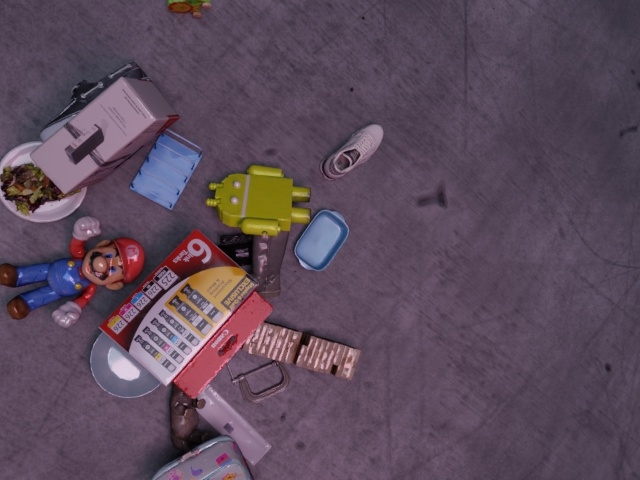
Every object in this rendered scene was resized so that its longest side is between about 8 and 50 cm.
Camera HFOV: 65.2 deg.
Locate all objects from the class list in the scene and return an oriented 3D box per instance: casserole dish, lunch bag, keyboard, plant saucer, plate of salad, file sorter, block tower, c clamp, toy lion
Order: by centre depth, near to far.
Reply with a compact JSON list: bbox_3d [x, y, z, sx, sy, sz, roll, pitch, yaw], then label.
[{"bbox_3d":[-0.674,-0.143,1.209,0.200,0.048,0.199,0,89,-19],"label":"plate of salad"},{"bbox_3d":[-0.280,0.609,1.223,0.224,0.108,0.279,-24,132,-14],"label":"lunch bag"},{"bbox_3d":[-0.473,0.293,1.258,0.195,0.037,0.194,5,79,-26],"label":"plant saucer"},{"bbox_3d":[-0.392,-0.182,1.275,0.118,0.104,0.170,29,80,-15],"label":"file sorter"},{"bbox_3d":[-0.348,-0.619,1.309,0.096,0.100,0.034,-4,92,-37],"label":"toy lion"},{"bbox_3d":[-0.241,0.500,1.354,0.072,0.014,0.256,-43,101,-10],"label":"keyboard"},{"bbox_3d":[-0.219,0.020,1.372,0.192,0.038,0.100,-8,114,-20],"label":"keyboard"},{"bbox_3d":[-0.164,0.375,1.372,0.161,0.022,0.137,-15,97,-16],"label":"c clamp"},{"bbox_3d":[-0.065,0.295,1.377,0.336,0.091,0.097,21,81,-16],"label":"block tower"},{"bbox_3d":[0.000,0.000,1.436,0.114,0.037,0.188,38,78,-14],"label":"casserole dish"}]

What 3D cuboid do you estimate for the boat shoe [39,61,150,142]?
[{"bbox_3d":[-0.558,-0.340,1.224,0.301,0.108,0.102,-38,98,-18],"label":"boat shoe"}]

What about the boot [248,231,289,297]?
[{"bbox_3d":[-0.174,0.048,1.332,0.190,0.076,0.208,-4,111,-32],"label":"boot"}]

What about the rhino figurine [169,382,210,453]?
[{"bbox_3d":[-0.346,0.423,1.275,0.073,0.106,0.243,-5,89,-45],"label":"rhino figurine"}]

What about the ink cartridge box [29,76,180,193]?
[{"bbox_3d":[-0.481,-0.240,1.139,0.273,0.197,0.114,-35,103,9],"label":"ink cartridge box"}]

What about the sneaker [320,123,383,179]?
[{"bbox_3d":[0.107,-0.259,1.451,0.235,0.095,0.090,-44,100,-16],"label":"sneaker"}]

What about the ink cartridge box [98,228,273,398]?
[{"bbox_3d":[-0.301,0.180,1.195,0.272,0.130,0.309,41,74,-1],"label":"ink cartridge box"}]

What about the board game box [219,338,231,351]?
[{"bbox_3d":[-0.324,0.207,1.300,0.194,0.045,0.146,12,76,-23],"label":"board game box"}]

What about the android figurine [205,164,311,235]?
[{"bbox_3d":[-0.160,-0.106,1.316,0.273,0.056,0.248,7,47,-6],"label":"android figurine"}]

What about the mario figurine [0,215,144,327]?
[{"bbox_3d":[-0.575,0.072,1.167,0.321,0.170,0.198,-19,129,-11],"label":"mario figurine"}]
